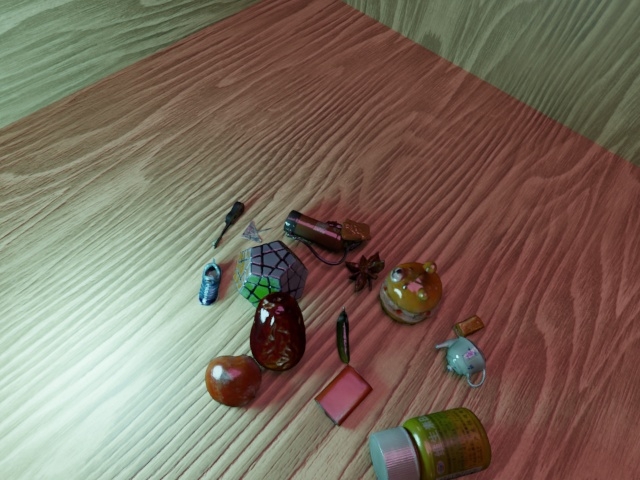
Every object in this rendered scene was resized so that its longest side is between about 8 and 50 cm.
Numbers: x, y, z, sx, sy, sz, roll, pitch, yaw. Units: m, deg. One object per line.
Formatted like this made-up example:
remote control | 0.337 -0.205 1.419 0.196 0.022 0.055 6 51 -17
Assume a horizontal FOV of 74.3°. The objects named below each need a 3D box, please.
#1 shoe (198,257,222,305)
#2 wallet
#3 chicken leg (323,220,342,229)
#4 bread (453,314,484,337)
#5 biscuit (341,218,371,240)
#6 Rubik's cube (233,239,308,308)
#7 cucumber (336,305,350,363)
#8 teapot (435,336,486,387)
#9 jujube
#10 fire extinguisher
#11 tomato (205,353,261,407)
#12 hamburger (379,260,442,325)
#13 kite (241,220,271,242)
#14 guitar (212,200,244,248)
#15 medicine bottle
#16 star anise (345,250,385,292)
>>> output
shoe | -0.484 0.184 1.845 0.092 0.106 0.207 5 63 -2
wallet | 0.093 0.613 1.682 0.204 0.045 0.142 -39 72 -25
chicken leg | 0.111 -0.058 2.106 0.205 0.053 0.093 19 42 -1
bread | 0.665 0.385 1.892 0.132 0.053 0.074 -20 67 -19
biscuit | 0.168 -0.048 2.027 0.163 0.035 0.250 32 30 19
Rubik's cube | -0.212 0.146 1.807 0.320 0.319 0.263 -16 88 -16
cucumber | 0.097 0.402 1.812 0.056 0.056 0.249 3 59 -5
teapot | 0.592 0.501 1.760 0.159 0.158 0.232 -25 56 -21
jujube | -0.166 0.359 1.654 0.223 0.317 0.223 3 26 -1
fire extinguisher | 0.001 0.000 2.028 0.377 0.113 0.200 21 82 7
tomato | -0.346 0.533 1.606 0.228 0.112 0.199 -10 73 8
hamburger | 0.408 0.216 1.861 0.277 0.236 0.276 4 55 -6
kite | -0.313 -0.042 2.064 0.157 0.011 0.139 -15 63 -15
guitar | -0.451 -0.073 2.036 0.038 0.083 0.271 24 65 12
medicine bottle | 0.388 0.753 1.527 0.385 0.224 0.224 -9 60 -11
star anise | 0.210 0.137 1.958 0.212 0.111 0.196 -48 50 2
